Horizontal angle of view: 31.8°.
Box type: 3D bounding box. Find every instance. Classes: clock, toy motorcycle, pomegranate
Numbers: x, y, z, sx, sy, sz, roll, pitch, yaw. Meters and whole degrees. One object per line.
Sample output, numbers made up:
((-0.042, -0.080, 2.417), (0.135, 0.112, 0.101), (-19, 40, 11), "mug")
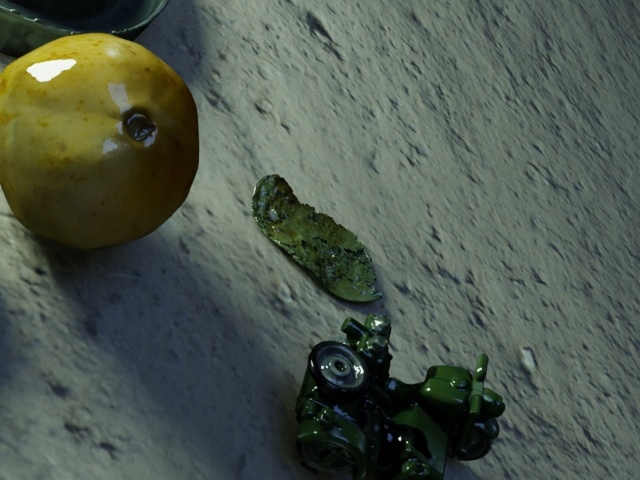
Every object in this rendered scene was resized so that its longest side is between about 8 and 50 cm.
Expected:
((-0.362, -0.379, 1.367), (0.386, 0.076, 0.386), (24, 45, -26), "clock")
((0.089, 0.199, 1.262), (0.275, 0.127, 0.205), (33, 38, -13), "toy motorcycle")
((-0.229, -0.105, 1.147), (0.233, 0.233, 0.233), (24, 45, -26), "pomegranate")

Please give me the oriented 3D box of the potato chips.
((0.000, 0.000, 1.426), (0.209, 0.026, 0.142), (54, 37, 7), "potato chips")
